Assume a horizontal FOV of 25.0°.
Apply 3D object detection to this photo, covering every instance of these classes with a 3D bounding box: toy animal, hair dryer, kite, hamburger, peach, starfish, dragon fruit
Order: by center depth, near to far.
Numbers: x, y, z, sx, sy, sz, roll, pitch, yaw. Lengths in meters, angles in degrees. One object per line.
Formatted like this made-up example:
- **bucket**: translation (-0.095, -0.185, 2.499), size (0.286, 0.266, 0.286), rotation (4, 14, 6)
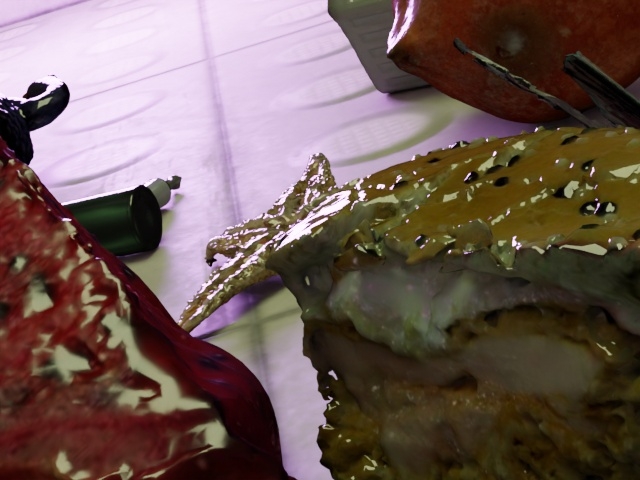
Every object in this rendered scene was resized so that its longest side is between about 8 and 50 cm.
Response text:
- **hamburger**: translation (0.119, 0.041, 0.636), size (0.288, 0.168, 0.192), rotation (0, 26, 45)
- **dragon fruit**: translation (-0.143, 0.060, 0.699), size (0.302, 0.240, 0.330), rotation (-25, 26, -31)
- **kite**: translation (0.189, -0.040, 0.777), size (0.314, 0.335, 0.011), rotation (36, 93, 29)
- **starfish**: translation (-0.001, -0.005, 1.062), size (0.231, 0.048, 0.295), rotation (-6, 22, 29)
- **peach**: translation (0.167, -0.200, 1.210), size (0.256, 0.232, 0.232), rotation (-36, 24, -20)
- **hair dryer**: translation (-0.169, -0.029, 1.290), size (0.100, 0.057, 0.197), rotation (-10, 11, 20)
- **toy animal**: translation (-0.396, -0.092, 1.536), size (0.185, 0.122, 0.298), rotation (-2, 25, 38)

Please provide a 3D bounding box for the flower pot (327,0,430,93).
- **flower pot**: translation (0.131, -0.277, 1.462), size (0.189, 0.209, 0.239), rotation (-8, 20, 26)
